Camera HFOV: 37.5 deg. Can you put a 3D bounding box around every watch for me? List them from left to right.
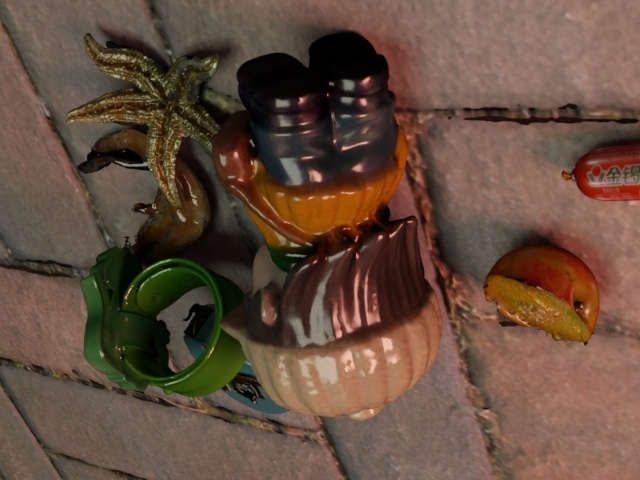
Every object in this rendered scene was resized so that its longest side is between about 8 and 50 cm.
[{"bbox_3d":[-0.153,0.073,0.959,0.152,0.165,0.131,-15,154,23],"label":"watch"}]

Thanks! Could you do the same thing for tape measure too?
[{"bbox_3d":[-0.074,0.134,1.046,0.146,0.081,0.125,11,143,33],"label":"tape measure"}]

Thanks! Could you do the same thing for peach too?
[{"bbox_3d":[0.186,0.039,0.772,0.098,0.061,0.098,32,162,11],"label":"peach"}]

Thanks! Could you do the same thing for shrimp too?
[{"bbox_3d":[-0.200,-0.034,1.013,0.152,0.046,0.219,41,140,-1],"label":"shrimp"}]

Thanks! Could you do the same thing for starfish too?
[{"bbox_3d":[-0.147,-0.109,0.893,0.208,0.053,0.176,17,121,24],"label":"starfish"}]

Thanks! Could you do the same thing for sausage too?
[{"bbox_3d":[0.237,-0.051,0.662,0.145,0.048,0.050,0,164,40],"label":"sausage"}]

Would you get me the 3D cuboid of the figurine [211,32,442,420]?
[{"bbox_3d":[0.012,0.012,0.789,0.332,0.185,0.204,93,153,-49],"label":"figurine"}]
